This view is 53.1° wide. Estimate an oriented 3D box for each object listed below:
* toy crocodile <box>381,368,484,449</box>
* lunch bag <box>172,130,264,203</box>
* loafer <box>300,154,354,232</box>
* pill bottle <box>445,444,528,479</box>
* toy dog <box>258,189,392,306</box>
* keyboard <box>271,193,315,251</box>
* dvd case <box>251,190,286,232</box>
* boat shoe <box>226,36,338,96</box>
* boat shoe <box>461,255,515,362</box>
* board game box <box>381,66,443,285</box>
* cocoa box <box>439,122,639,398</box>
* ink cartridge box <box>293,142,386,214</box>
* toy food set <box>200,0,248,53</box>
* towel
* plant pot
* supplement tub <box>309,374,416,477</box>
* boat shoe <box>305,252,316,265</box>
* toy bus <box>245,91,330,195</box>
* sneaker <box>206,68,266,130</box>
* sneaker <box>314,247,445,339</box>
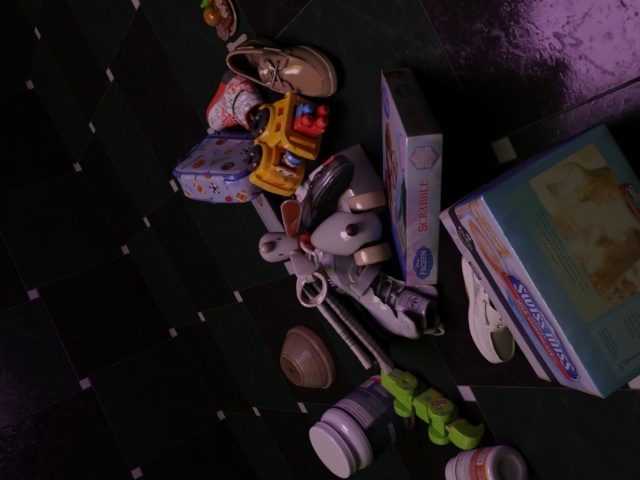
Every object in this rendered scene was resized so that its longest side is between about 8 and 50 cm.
[{"bbox_3d":[0.287,0.437,1.718,0.341,0.105,0.115,31,138,46],"label":"toy crocodile"},{"bbox_3d":[-0.252,-0.216,1.787,0.304,0.243,0.114,11,139,36],"label":"lunch bag"},{"bbox_3d":[-0.003,-0.117,1.476,0.084,0.096,0.267,56,149,18],"label":"loafer"},{"bbox_3d":[0.414,0.590,1.626,0.121,0.121,0.216,56,150,6],"label":"pill bottle"},{"bbox_3d":[0.000,0.000,1.397,0.334,0.161,0.220,-34,77,23],"label":"toy dog"},{"bbox_3d":[-0.078,-0.065,1.759,0.317,0.033,0.201,42,160,59],"label":"keyboard"},{"bbox_3d":[-0.155,-0.084,1.908,0.180,0.022,0.253,59,168,1],"label":"dvd case"},{"bbox_3d":[-0.097,-0.405,1.543,0.341,0.110,0.121,27,136,42],"label":"boat shoe"},{"bbox_3d":[0.370,0.141,1.337,0.096,0.098,0.277,7,120,54],"label":"boat shoe"},{"bbox_3d":[0.172,-0.131,1.255,0.318,0.066,0.317,-96,1,-56],"label":"board game box"},{"bbox_3d":[0.397,0.033,1.022,0.347,0.232,0.228,59,174,1],"label":"cocoa box"},{"bbox_3d":[0.051,-0.108,1.588,0.171,0.100,0.237,60,149,1],"label":"ink cartridge box"},{"bbox_3d":[-0.268,-0.599,1.699,0.132,0.039,0.192,-11,107,57],"label":"toy food set"},{"bbox_3d":[0.068,0.203,1.667,0.324,0.056,0.312,48,-176,0],"label":"towel"},{"bbox_3d":[-0.061,0.415,2.178,0.237,0.110,0.237,37,142,35],"label":"plant pot"},{"bbox_3d":[0.124,0.533,1.850,0.191,0.272,0.191,36,142,34],"label":"supplement tub"},{"bbox_3d":[-0.026,0.057,1.889,0.043,0.049,0.137,29,143,36],"label":"boat shoe"},{"bbox_3d":[-0.061,-0.239,1.534,0.211,0.150,0.220,-16,60,52],"label":"toy bus"},{"bbox_3d":[-0.238,-0.353,1.812,0.145,0.090,0.270,56,146,12],"label":"sneaker"},{"bbox_3d":[0.152,0.111,1.542,0.210,0.137,0.366,0,137,50],"label":"sneaker"}]
